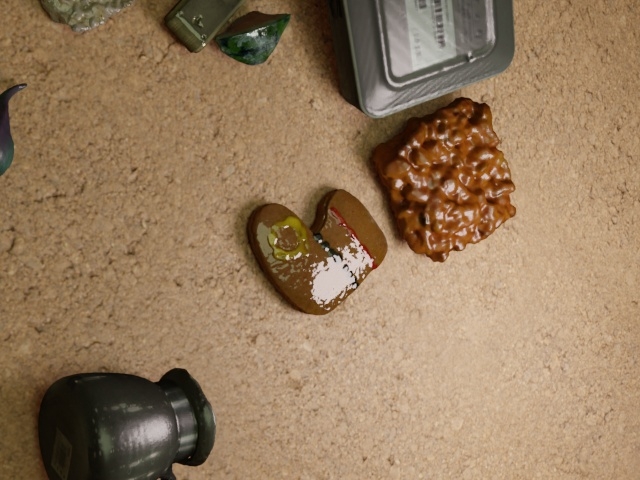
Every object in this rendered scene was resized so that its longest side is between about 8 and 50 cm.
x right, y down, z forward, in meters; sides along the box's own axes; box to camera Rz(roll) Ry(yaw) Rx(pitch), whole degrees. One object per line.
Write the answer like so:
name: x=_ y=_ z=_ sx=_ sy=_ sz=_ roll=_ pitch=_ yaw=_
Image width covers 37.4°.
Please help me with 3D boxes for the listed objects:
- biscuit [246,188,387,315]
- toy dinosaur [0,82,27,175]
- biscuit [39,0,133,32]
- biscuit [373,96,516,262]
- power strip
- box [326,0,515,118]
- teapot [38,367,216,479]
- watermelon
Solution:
biscuit: x=0.001 y=0.000 z=1.913 sx=0.277 sy=0.052 sz=0.262 roll=-40 pitch=110 yaw=-28
toy dinosaur: x=-0.508 y=-0.110 z=1.414 sx=0.129 sy=0.331 sz=0.383 roll=41 pitch=69 yaw=-28
biscuit: x=-0.424 y=-0.453 z=1.655 sx=0.265 sy=0.040 sz=0.188 roll=3 pitch=86 yaw=-32
biscuit: x=0.279 y=-0.131 z=2.067 sx=0.318 sy=0.110 sz=0.312 roll=-31 pitch=106 yaw=-30
power strip: x=-0.157 y=-0.519 z=1.823 sx=0.092 sy=0.066 sz=0.387 roll=46 pitch=68 yaw=-22
box: x=0.211 y=-0.483 z=1.919 sx=0.396 sy=0.111 sz=0.396 roll=-22 pitch=124 yaw=-16
teapot: x=-0.303 y=0.358 z=1.611 sx=0.285 sy=0.223 sz=0.305 roll=-8 pitch=90 yaw=-40
watermelon: x=-0.138 y=-0.387 z=1.827 sx=0.155 sy=0.080 sz=0.101 roll=-38 pitch=148 yaw=-50
